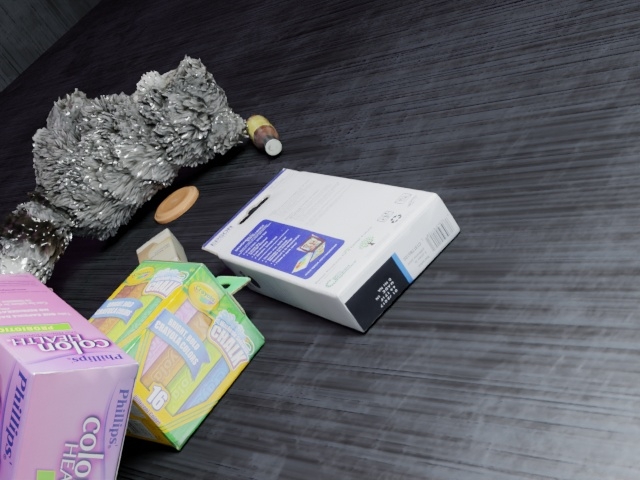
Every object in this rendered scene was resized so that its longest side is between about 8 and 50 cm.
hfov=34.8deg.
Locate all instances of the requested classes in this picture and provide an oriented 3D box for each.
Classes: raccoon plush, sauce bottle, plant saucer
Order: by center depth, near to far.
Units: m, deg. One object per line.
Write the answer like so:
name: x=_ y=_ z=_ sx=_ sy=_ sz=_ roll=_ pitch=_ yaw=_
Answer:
raccoon plush: x=-0.291 y=-0.085 z=1.590 sx=0.299 sy=0.216 sz=0.446 roll=-12 pitch=53 yaw=33
sauce bottle: x=-0.089 y=-0.164 z=1.606 sx=0.042 sy=0.042 sz=0.128 roll=-36 pitch=24 yaw=1
plant saucer: x=-0.233 y=-0.059 z=1.643 sx=0.083 sy=0.013 sz=0.083 roll=-29 pitch=28 yaw=17

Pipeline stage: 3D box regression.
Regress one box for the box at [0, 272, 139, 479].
box: x=-0.315 y=0.176 z=1.054 sx=0.243 sy=0.117 sz=0.213 roll=28 pitch=110 yaw=42

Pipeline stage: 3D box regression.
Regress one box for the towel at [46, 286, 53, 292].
towel: x=-0.562 y=0.162 z=1.661 sx=0.237 sy=0.037 sz=0.329 roll=-51 pitch=28 yaw=-22

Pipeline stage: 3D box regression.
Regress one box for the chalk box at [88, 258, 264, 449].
chalk box: x=-0.166 y=0.107 z=1.158 sx=0.132 sy=0.132 sz=0.213 roll=-1 pitch=43 yaw=49

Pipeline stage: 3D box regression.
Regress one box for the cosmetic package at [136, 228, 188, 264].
cosmetic package: x=-0.222 y=0.033 z=1.448 sx=0.060 sy=0.041 sz=0.115 roll=-36 pitch=26 yaw=0

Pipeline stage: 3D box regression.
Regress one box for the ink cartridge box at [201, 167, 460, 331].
ink cartridge box: x=0.000 y=0.000 z=1.210 sx=0.165 sy=0.065 sz=0.333 roll=-45 pitch=29 yaw=-16
